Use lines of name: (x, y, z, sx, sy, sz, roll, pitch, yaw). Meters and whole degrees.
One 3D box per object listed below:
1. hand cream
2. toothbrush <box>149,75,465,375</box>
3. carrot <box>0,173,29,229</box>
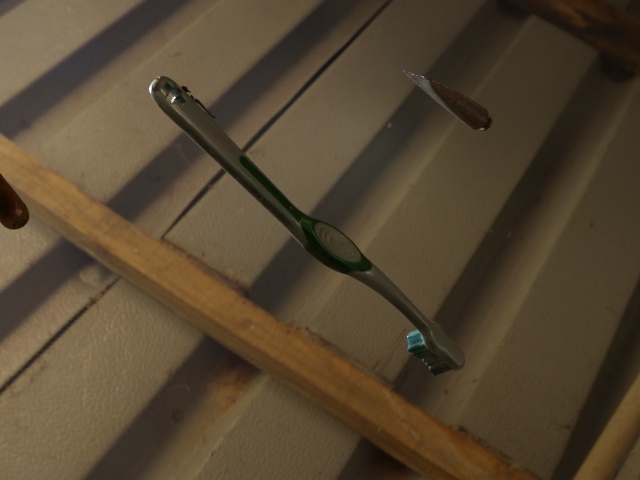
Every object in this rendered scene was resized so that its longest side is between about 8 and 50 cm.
hand cream: (0.225, -0.241, 1.235, 0.209, 0.043, 0.067, 21, -169, -39)
toothbrush: (0.004, -0.002, 0.678, 0.418, 0.040, 0.042, 45, -139, -23)
carrot: (-0.430, -0.087, 0.908, 0.037, 0.037, 0.190, -35, -106, -27)
